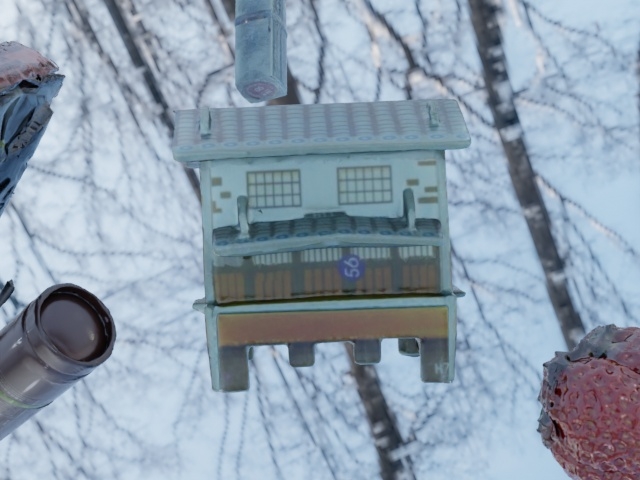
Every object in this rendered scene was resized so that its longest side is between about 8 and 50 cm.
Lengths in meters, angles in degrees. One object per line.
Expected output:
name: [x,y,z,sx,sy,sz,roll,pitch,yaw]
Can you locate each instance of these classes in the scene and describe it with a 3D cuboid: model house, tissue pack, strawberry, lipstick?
model house: [0.000,0.000,1.007,0.224,0.215,0.198,-2,180,-1]
tissue pack: [-0.388,-0.069,1.270,0.245,0.123,0.332,-52,180,19]
strawberry: [0.444,0.260,1.793,0.288,0.238,0.250,31,-131,23]
lipstick: [-0.098,-0.371,2.127,0.076,0.077,0.290,-10,-117,21]

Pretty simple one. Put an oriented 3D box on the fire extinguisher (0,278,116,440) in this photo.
fire extinguisher: [-0.361,0.152,1.410,0.341,0.141,0.105,-35,168,39]
